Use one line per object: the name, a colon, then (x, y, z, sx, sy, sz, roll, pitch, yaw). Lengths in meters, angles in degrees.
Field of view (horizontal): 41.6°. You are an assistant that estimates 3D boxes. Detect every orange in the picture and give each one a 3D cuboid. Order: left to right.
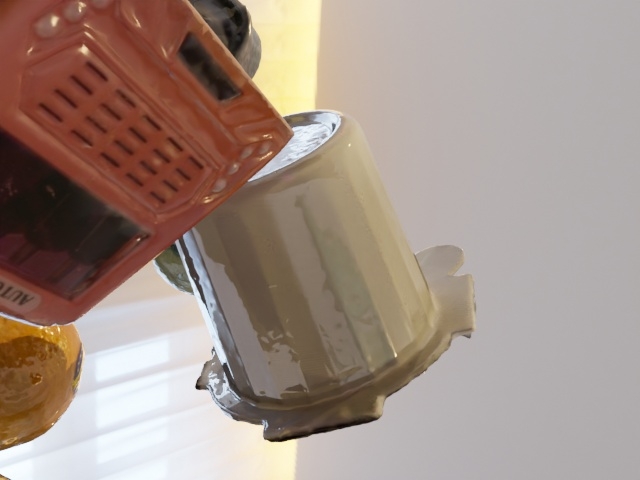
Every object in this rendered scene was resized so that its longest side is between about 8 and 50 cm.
orange: (-0.387, 0.146, 0.979, 0.219, 0.219, 0.193, -41, -150, 43)

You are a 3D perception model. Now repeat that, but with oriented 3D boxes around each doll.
doll: (-0.126, 0.023, 0.935, 0.103, 0.214, 0.072, -1, -115, 24)

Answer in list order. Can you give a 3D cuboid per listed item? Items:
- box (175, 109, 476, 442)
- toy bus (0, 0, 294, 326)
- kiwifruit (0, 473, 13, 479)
box: (0.000, 0.000, 0.747, 0.262, 0.291, 0.206, 20, -43, 56)
toy bus: (-0.221, -0.161, 0.507, 0.233, 0.203, 0.427, -44, -123, 0)
kiwifruit: (-0.226, 0.233, 0.476, 0.196, 0.196, 0.234, -35, -105, 45)
